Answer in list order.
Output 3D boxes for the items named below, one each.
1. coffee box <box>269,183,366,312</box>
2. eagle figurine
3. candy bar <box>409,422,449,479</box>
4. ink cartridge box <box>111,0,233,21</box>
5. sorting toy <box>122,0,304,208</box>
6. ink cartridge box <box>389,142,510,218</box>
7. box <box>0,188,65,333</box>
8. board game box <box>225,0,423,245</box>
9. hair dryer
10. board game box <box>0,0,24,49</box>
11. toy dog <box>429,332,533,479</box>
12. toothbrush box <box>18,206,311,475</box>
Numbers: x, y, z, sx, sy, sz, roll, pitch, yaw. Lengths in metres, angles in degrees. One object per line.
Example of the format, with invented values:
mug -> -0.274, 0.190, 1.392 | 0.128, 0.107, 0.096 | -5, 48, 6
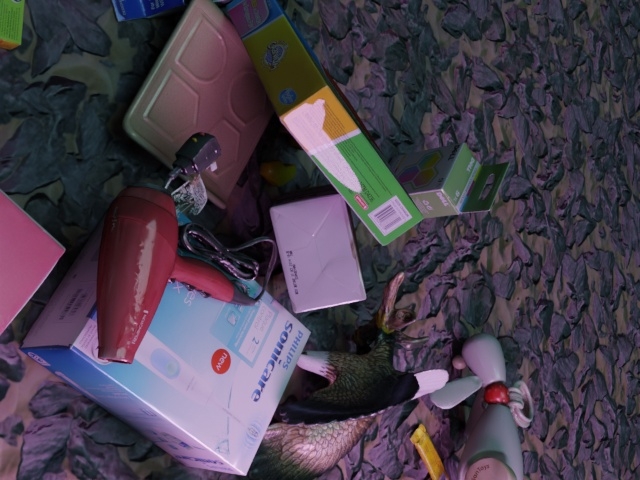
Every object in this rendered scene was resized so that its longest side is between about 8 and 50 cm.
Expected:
coffee box -> 0.000, 0.000, 1.160 | 0.246, 0.098, 0.141 | -82, 160, -81
eagle figurine -> 0.037, 0.221, 1.215 | 0.298, 0.225, 0.226 | -61, 139, -43
candy bar -> 0.198, 0.395, 1.466 | 0.040, 0.018, 0.161 | -41, 114, -40
ink cartridge box -> -0.156, -0.409, 1.171 | 0.332, 0.065, 0.165 | -26, 104, -42
sorting toy -> -0.129, -0.166, 1.175 | 0.307, 0.041, 0.229 | 41, 66, -47
ink cartridge box -> 0.192, -0.096, 1.378 | 0.062, 0.209, 0.109 | 50, 54, -30
box -> -0.398, -0.015, 0.825 | 0.232, 0.148, 0.127 | 49, 55, -29
board game box -> -0.001, -0.170, 1.080 | 0.242, 0.064, 0.316 | 48, 11, -40
hair dryer -> -0.149, 0.028, 0.939 | 0.293, 0.080, 0.224 | -47, 117, -41
board game box -> -0.442, -0.299, 0.892 | 0.259, 0.039, 0.124 | 11, 78, -46
toy dog -> 0.265, 0.340, 1.461 | 0.220, 0.161, 0.334 | 57, 27, -29
toothbrush box -> -0.179, 0.124, 1.046 | 0.295, 0.126, 0.216 | 48, 54, -32
